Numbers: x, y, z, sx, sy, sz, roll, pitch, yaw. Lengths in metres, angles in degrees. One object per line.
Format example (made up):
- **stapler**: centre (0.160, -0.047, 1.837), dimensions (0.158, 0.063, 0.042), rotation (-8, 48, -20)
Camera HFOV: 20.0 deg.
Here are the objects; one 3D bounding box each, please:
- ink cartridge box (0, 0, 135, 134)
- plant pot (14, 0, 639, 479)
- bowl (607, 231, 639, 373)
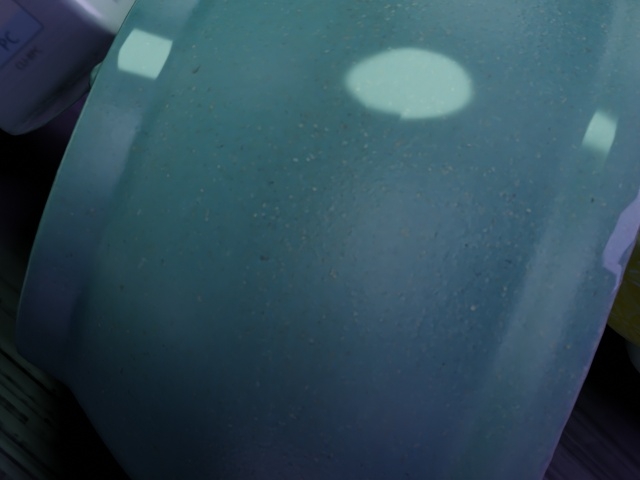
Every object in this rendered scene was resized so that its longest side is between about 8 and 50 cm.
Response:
- **ink cartridge box**: centre (-0.196, -0.271, 0.791), dimensions (0.385, 0.091, 0.308), rotation (41, 40, -16)
- **plant pot**: centre (0.000, 0.000, 0.721), dimensions (0.196, 0.293, 0.293), rotation (21, 50, 0)
- **bowl**: centre (0.238, 0.004, 0.993), dimensions (0.289, 0.156, 0.289), rotation (7, 30, -4)
